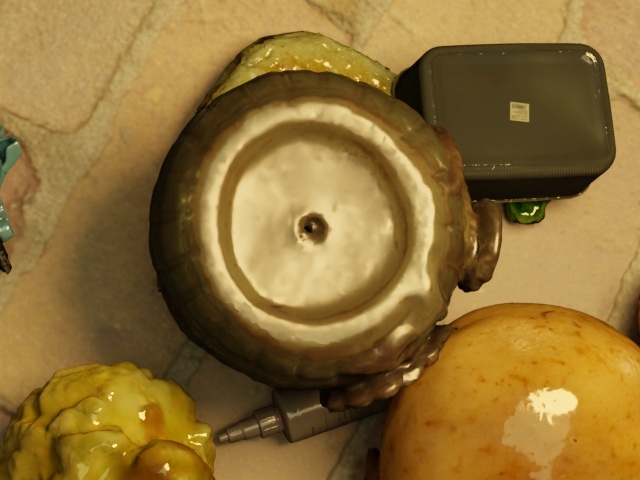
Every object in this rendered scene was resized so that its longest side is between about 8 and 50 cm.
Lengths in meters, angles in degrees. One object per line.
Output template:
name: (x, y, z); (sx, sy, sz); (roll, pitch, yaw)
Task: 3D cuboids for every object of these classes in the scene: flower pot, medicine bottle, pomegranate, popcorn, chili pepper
flower pot: (0.000, 0.000, 1.416); (0.302, 0.213, 0.301); (1, 86, -7)
medicine bottle: (-0.006, 0.159, 1.547); (0.199, 0.057, 0.057); (-19, 86, -11)
pomegranate: (0.196, 0.201, 1.463); (0.307, 0.307, 0.307); (1, 82, -9)
popcorn: (-0.186, 0.244, 1.420); (0.206, 0.237, 0.251); (6, 41, -19)
chili pepper: (0.189, -0.104, 1.617); (0.073, 0.050, 0.182); (-28, 87, -10)

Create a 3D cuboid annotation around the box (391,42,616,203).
box: (0.180, -0.116, 1.546); (0.201, 0.090, 0.144); (-2, 77, -13)

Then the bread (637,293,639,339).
bread: (0.419, 0.118, 1.537); (0.268, 0.146, 0.268); (28, 42, -28)

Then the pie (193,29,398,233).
pie: (-0.002, -0.041, 1.571); (0.323, 0.070, 0.323); (2, 82, -11)

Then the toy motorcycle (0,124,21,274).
toy motorcycle: (-0.348, -0.102, 1.449); (0.124, 0.182, 0.272); (-26, 132, -9)
